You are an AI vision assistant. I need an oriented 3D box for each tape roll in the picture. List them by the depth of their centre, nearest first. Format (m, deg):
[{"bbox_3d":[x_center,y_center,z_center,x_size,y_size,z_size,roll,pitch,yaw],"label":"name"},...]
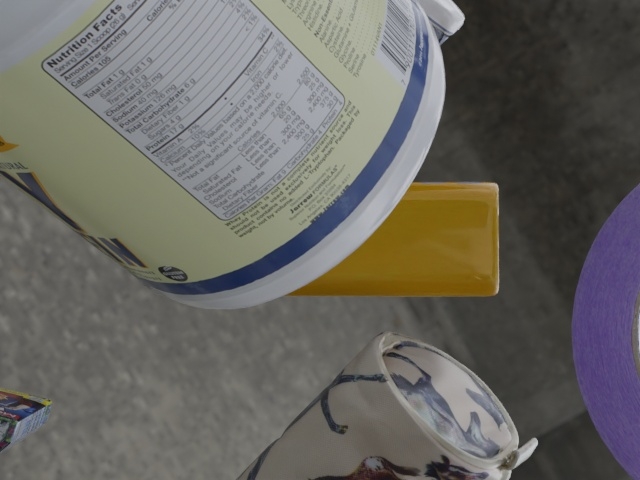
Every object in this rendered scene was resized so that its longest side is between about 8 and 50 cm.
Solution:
[{"bbox_3d":[0.317,0.065,1.047,0.275,0.275,0.090,61,22,12],"label":"tape roll"}]

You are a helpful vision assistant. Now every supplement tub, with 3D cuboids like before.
[{"bbox_3d":[-0.108,-0.133,0.814,0.325,0.235,0.235,41,19,-40],"label":"supplement tub"}]

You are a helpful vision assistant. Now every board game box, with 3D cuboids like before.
[{"bbox_3d":[-0.376,0.170,1.450,0.194,0.194,0.060,-31,134,-86],"label":"board game box"}]

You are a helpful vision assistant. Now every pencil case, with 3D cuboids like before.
[{"bbox_3d":[-0.003,0.266,1.345,0.183,0.410,0.160,43,17,3],"label":"pencil case"}]

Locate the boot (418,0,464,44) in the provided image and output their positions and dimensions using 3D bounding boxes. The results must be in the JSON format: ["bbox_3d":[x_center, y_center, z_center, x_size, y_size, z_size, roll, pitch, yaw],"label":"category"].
[{"bbox_3d":[0.034,-0.223,1.361,0.190,0.086,0.069,36,22,-19],"label":"boot"}]

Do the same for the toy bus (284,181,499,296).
[{"bbox_3d":[0.000,0.000,1.422,0.130,0.332,0.108,-12,102,-83],"label":"toy bus"}]
